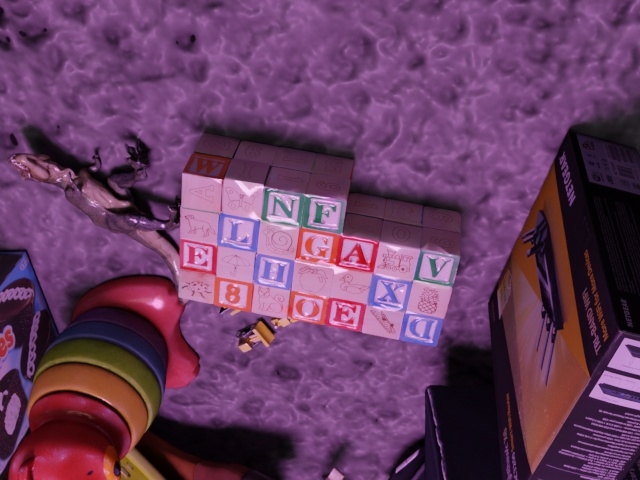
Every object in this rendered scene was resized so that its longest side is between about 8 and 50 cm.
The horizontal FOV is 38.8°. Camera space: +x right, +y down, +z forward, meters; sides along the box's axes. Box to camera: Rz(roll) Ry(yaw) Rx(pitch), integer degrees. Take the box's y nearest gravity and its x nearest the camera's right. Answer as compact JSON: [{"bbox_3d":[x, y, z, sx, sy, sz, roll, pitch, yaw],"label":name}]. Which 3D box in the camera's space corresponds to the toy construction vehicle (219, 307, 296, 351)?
[{"bbox_3d":[-0.078,0.095,1.111,0.098,0.035,0.086,-24,118,25],"label":"toy construction vehicle"}]

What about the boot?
[{"bbox_3d":[-0.183,0.386,1.263,0.280,0.096,0.264,16,132,22],"label":"boot"}]

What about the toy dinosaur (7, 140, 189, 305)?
[{"bbox_3d":[-0.217,-0.037,1.032,0.118,0.064,0.268,-32,116,35],"label":"toy dinosaur"}]

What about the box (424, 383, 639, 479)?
[{"bbox_3d":[0.368,0.423,1.067,0.472,0.297,0.480,-4,125,0],"label":"box"}]

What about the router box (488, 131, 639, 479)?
[{"bbox_3d":[0.245,0.079,0.871,0.081,0.309,0.243,14,126,-4],"label":"router box"}]

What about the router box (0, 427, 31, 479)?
[{"bbox_3d":[-0.504,0.431,1.240,0.082,0.335,0.301,17,126,2],"label":"router box"}]

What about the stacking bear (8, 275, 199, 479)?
[{"bbox_3d":[-0.264,0.197,1.060,0.164,0.289,0.175,0,125,10],"label":"stacking bear"}]

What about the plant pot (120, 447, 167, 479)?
[{"bbox_3d":[-0.310,0.404,1.194,0.228,0.227,0.207,45,148,8],"label":"plant pot"}]

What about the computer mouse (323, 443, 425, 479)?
[{"bbox_3d":[0.103,0.316,1.211,0.184,0.060,0.262,24,125,-16],"label":"computer mouse"}]

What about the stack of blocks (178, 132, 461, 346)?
[{"bbox_3d":[0.000,0.000,0.997,0.297,0.087,0.171,11,126,3],"label":"stack of blocks"}]

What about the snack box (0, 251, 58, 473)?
[{"bbox_3d":[-0.407,0.179,1.054,0.060,0.322,0.187,0,125,13],"label":"snack box"}]
